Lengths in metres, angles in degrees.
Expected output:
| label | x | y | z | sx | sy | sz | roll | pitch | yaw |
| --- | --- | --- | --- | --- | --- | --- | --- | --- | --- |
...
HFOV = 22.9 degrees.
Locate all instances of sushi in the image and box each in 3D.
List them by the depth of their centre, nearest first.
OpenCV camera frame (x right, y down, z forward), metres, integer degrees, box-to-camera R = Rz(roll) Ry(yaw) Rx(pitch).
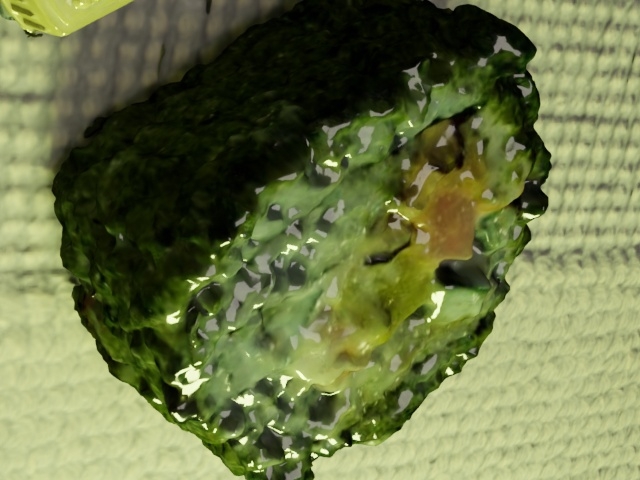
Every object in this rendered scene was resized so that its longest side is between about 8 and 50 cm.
| label | x | y | z | sx | sy | sz | roll | pitch | yaw |
| --- | --- | --- | --- | --- | --- | --- | --- | --- | --- |
| sushi | 0.000 | 0.000 | 1.138 | 0.352 | 0.178 | 0.294 | -37 | 131 | -20 |

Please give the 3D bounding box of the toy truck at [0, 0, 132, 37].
| label | x | y | z | sx | sy | sz | roll | pitch | yaw |
| --- | --- | --- | --- | --- | --- | --- | --- | --- | --- |
| toy truck | -0.091 | -0.218 | 0.972 | 0.272 | 0.157 | 0.124 | -30 | 126 | -26 |
